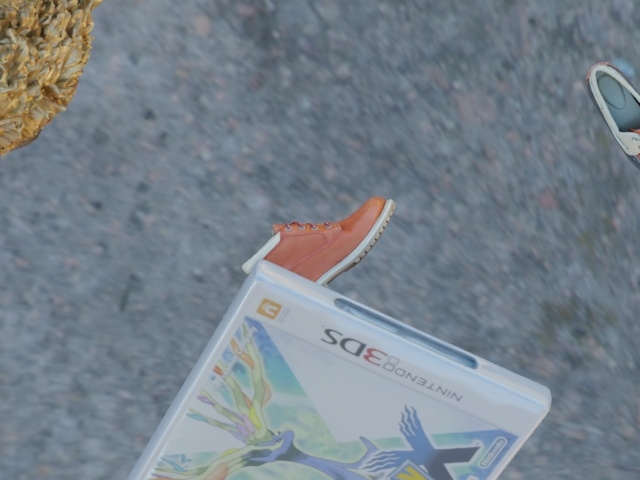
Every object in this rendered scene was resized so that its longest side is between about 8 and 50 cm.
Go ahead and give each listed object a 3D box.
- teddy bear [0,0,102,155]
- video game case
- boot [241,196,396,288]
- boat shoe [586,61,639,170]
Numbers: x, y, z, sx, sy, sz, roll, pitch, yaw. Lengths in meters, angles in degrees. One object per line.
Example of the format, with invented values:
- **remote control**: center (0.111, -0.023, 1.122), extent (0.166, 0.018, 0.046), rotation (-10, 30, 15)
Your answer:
- **teddy bear**: center (-0.261, -0.113, 0.995), extent (0.338, 0.245, 0.113), rotation (5, 127, 14)
- **video game case**: center (0.008, 0.196, 1.788), extent (0.300, 0.036, 0.329), rotation (25, 127, -10)
- **boot**: center (0.000, 0.000, 1.773), extent (0.084, 0.059, 0.158), rotation (45, 73, 3)
- **boat shoe**: center (0.296, -0.109, 1.779), extent (0.049, 0.043, 0.137), rotation (-35, 90, 7)
